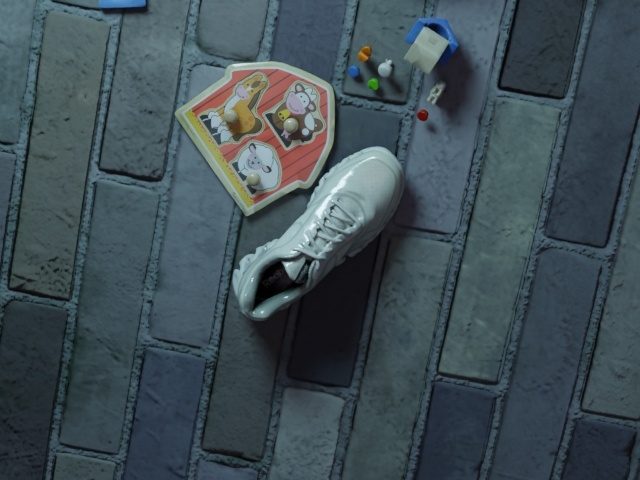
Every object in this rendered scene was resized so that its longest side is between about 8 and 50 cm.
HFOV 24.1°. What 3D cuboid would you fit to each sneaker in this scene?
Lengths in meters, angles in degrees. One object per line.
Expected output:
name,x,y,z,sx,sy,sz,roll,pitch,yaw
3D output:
sneaker,0.000,0.000,1.954,0.110,0.118,0.292,43,101,-5

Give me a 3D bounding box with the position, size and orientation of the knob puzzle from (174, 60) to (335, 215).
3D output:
knob puzzle,-0.066,-0.149,1.965,0.213,0.030,0.213,1,104,4

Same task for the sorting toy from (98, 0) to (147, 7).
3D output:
sorting toy,-0.261,-0.466,1.890,0.196,0.047,0.347,13,104,0

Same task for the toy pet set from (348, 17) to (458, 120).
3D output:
toy pet set,0.118,-0.236,1.928,0.122,0.065,0.114,33,139,-2
